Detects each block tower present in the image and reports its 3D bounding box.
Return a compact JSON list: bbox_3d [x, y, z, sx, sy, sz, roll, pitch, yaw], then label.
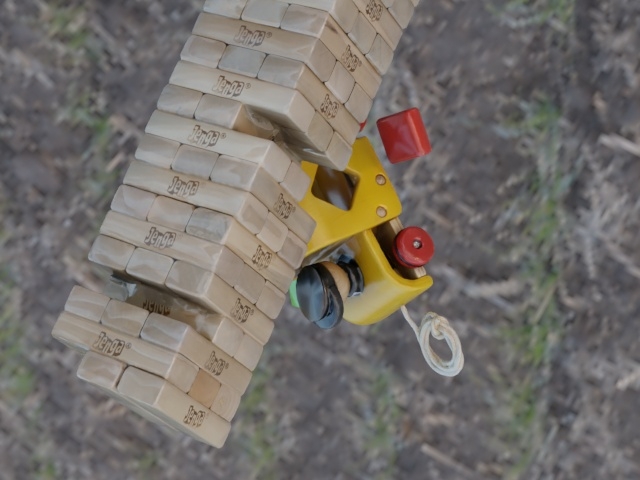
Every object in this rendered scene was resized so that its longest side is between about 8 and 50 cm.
[{"bbox_3d":[-0.046,-0.053,1.113,0.091,0.335,0.097,17,166,29],"label":"block tower"}]

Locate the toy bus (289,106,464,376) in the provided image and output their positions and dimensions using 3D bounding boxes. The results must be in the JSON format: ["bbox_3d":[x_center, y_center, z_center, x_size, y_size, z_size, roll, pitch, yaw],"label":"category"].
[{"bbox_3d":[-0.008,-0.009,1.222,0.202,0.104,0.191,31,132,45],"label":"toy bus"}]
